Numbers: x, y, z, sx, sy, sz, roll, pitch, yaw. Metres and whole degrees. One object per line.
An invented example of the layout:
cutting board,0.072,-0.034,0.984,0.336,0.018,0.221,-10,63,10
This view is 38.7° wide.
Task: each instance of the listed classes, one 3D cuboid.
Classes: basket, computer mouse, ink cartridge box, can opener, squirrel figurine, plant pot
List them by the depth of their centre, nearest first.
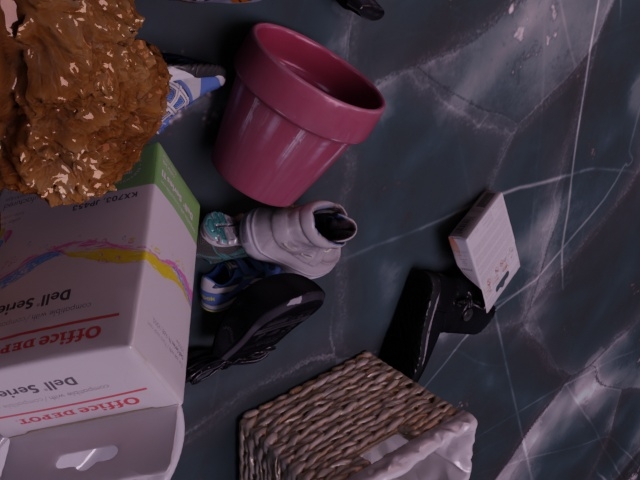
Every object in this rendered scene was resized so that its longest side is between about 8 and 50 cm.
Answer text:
squirrel figurine,-0.324,-0.094,0.831,0.396,0.281,0.370,-10,132,-12
ink cartridge box,-0.251,0.075,0.953,0.207,0.354,0.119,-13,137,12
plant pot,-0.044,-0.152,1.179,0.201,0.201,0.180,7,124,-46
can opener,0.025,-0.340,1.191,0.186,0.073,0.059,6,115,-58
computer mouse,-0.100,0.114,1.311,0.188,0.072,0.272,-10,157,-43
basket,0.056,0.425,1.563,0.328,0.266,0.331,-22,127,-33
ink cartridge box,0.305,0.019,1.678,0.145,0.045,0.179,-48,133,-34

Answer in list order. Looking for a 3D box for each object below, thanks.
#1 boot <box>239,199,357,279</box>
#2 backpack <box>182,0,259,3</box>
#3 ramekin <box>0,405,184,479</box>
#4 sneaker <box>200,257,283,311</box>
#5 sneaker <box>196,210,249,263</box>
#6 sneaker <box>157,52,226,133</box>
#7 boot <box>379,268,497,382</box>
boot,0.000,0.000,1.311,0.258,0.123,0.095,12,72,-63
backpack,-0.133,-0.359,0.897,0.213,0.263,0.277,-17,126,-36
ramekin,-0.316,0.245,1.106,0.277,0.135,0.277,-25,131,-33
sneaker,-0.113,0.049,1.329,0.144,0.053,0.059,-31,130,-29
sneaker,-0.134,0.002,1.283,0.076,0.065,0.166,-32,158,22
sneaker,-0.195,-0.173,1.074,0.211,0.080,0.081,-23,123,-47
boot,0.227,0.170,1.698,0.207,0.094,0.247,7,103,-42
